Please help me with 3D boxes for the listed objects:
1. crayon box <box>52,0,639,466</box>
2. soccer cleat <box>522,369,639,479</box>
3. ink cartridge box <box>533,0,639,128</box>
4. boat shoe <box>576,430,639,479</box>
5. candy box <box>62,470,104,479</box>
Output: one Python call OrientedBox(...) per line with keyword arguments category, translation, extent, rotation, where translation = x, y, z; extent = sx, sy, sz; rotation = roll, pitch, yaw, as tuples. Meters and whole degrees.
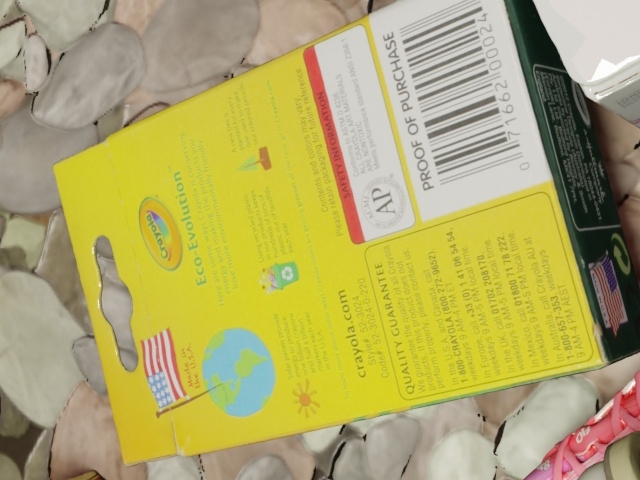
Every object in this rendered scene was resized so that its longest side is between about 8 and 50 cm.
OrientedBox(category="crayon box", translation=(0.000, 0.000, 0.614), extent=(0.318, 0.081, 0.202), rotation=(-17, 83, 33))
OrientedBox(category="soccer cleat", translation=(0.158, 0.114, 0.554), extent=(0.095, 0.083, 0.248), rotation=(29, 107, 8))
OrientedBox(category="ink cartridge box", translation=(0.146, -0.125, 0.511), extent=(0.072, 0.175, 0.127), rotation=(-28, 79, 22))
OrientedBox(category="boat shoe", translation=(0.193, 0.224, 0.486), extent=(0.103, 0.113, 0.302), rotation=(-35, 97, 27))
OrientedBox(category="candy box", translation=(-0.117, 0.223, 0.668), extent=(0.186, 0.109, 0.053), rotation=(36, 104, 21))
